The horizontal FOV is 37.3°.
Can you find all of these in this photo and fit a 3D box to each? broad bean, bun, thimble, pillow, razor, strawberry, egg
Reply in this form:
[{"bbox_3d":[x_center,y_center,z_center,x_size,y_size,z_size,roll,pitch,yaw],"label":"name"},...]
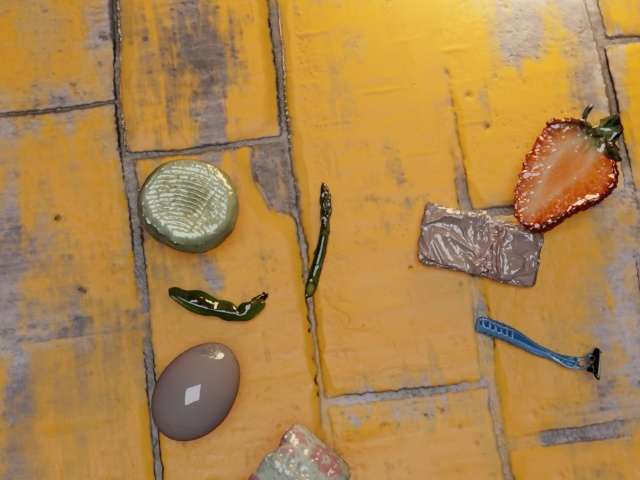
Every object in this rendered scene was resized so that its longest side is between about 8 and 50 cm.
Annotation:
[{"bbox_3d":[-0.200,0.126,1.847,0.196,0.046,0.061,3,68,-6],"label":"broad bean"},{"bbox_3d":[-0.257,-0.064,1.844,0.196,0.118,0.195,1,78,-7],"label":"bun"},{"bbox_3d":[-0.045,0.440,1.713,0.149,0.211,0.185,39,69,8],"label":"thimble"},{"bbox_3d":[0.317,0.007,1.879,0.249,0.049,0.135,13,79,2],"label":"pillow"},{"bbox_3d":[0.423,0.207,1.850,0.253,0.042,0.082,20,38,3],"label":"razor"},{"bbox_3d":[0.491,-0.129,1.882,0.188,0.106,0.286,41,88,23],"label":"strawberry"},{"bbox_3d":[-0.230,0.281,1.768,0.146,0.146,0.198,38,76,5],"label":"egg"}]

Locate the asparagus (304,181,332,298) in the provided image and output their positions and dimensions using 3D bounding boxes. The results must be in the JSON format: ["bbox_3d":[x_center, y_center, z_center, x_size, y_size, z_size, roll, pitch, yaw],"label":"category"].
[{"bbox_3d":[-0.001,0.000,1.884,0.034,0.027,0.235,11,80,-10],"label":"asparagus"}]
